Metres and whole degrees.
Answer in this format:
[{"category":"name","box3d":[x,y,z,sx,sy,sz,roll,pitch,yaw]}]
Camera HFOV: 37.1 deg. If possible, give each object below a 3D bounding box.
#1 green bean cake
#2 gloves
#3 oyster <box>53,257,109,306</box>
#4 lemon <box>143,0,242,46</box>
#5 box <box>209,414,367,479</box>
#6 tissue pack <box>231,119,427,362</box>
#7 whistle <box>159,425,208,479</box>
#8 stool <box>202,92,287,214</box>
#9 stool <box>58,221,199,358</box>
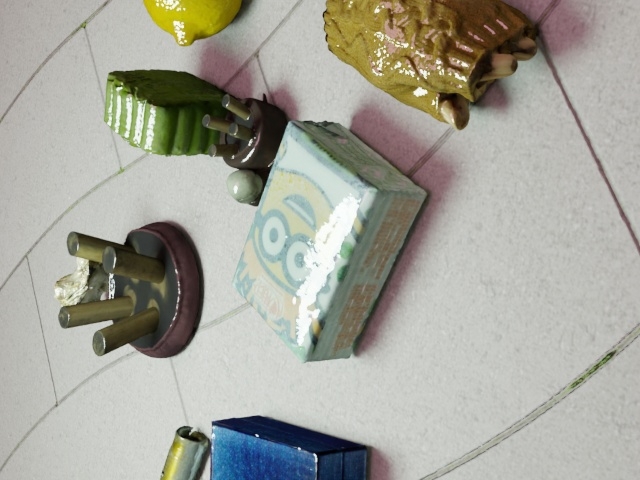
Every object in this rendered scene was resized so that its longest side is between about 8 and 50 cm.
[{"category":"green bean cake","box3d":[-0.265,-0.229,1.711,0.200,0.214,0.113,37,121,43]},{"category":"gloves","box3d":[0.132,-0.275,1.303,0.356,0.155,0.203,27,112,42]},{"category":"oyster","box3d":[-0.487,0.081,1.980,0.081,0.163,0.191,35,123,13]},{"category":"lemon","box3d":[-0.227,-0.463,1.698,0.187,0.187,0.244,1,77,49]},{"category":"box","box3d":[-0.060,0.434,1.518,0.279,0.116,0.261,3,92,48]},{"category":"tissue pack","box3d":[0.000,0.000,1.463,0.228,0.128,0.311,44,121,40]},{"category":"whistle","box3d":[-0.292,0.500,1.823,0.068,0.057,0.326,41,118,42]},{"category":"stool","box3d":[-0.128,-0.152,1.623,0.125,0.121,0.217,-1,83,47]},{"category":"stool","box3d":[-0.374,0.096,1.842,0.272,0.178,0.272,-2,87,49]}]
